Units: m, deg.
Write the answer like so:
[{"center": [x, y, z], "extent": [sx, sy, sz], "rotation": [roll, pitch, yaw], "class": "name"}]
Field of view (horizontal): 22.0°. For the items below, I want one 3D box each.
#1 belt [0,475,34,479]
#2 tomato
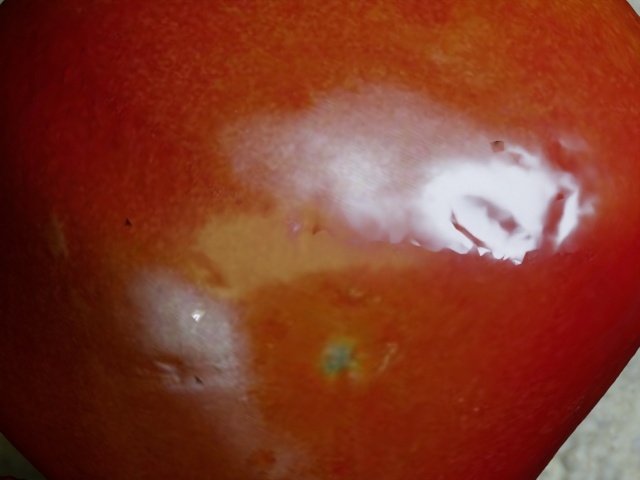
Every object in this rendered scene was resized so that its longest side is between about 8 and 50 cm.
[{"center": [-0.134, 0.191, 0.692], "extent": [0.128, 0.124, 0.201], "rotation": [11, 128, 12], "class": "belt"}, {"center": [0.000, 0.000, 0.638], "extent": [0.298, 0.226, 0.299], "rotation": [-3, 110, -8], "class": "tomato"}]
